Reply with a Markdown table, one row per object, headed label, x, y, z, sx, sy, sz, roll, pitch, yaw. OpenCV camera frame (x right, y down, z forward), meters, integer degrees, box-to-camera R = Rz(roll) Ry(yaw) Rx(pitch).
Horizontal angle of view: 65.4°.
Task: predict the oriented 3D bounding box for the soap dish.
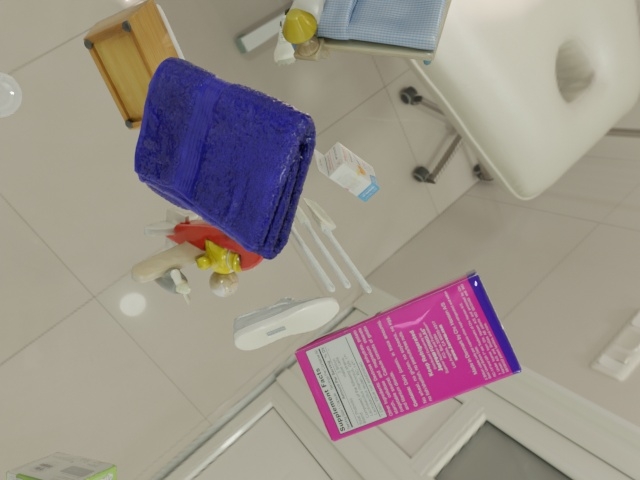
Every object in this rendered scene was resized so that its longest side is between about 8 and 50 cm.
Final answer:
| label | x | y | z | sx | sy | sz | roll | pitch | yaw |
| --- | --- | --- | --- | --- | --- | --- | --- | --- | --- |
| soap dish | -0.447 | -0.424 | 1.259 | 0.118 | 0.228 | 0.291 | -49 | 129 | -45 |

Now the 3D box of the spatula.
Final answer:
| label | x | y | z | sx | sy | sz | roll | pitch | yaw |
| --- | --- | --- | --- | --- | --- | --- | --- | --- | --- |
| spatula | 0.000 | 0.000 | 0.912 | 0.019 | 0.242 | 0.168 | -48 | 149 | 21 |

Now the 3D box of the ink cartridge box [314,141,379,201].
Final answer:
| label | x | y | z | sx | sy | sz | roll | pitch | yaw |
| --- | --- | --- | --- | --- | --- | --- | --- | --- | --- |
| ink cartridge box | 0.072 | -0.197 | 1.367 | 0.181 | 0.104 | 0.061 | 29 | 122 | -32 |

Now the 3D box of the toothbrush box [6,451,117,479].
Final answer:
| label | x | y | z | sx | sy | sz | roll | pitch | yaw |
| --- | --- | --- | --- | --- | --- | --- | --- | --- | --- |
| toothbrush box | -0.527 | 0.609 | 1.024 | 0.122 | 0.206 | 0.283 | -2 | 89 | -60 |

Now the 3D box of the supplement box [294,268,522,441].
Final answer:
| label | x | y | z | sx | sy | sz | roll | pitch | yaw |
| --- | --- | --- | --- | --- | --- | --- | --- | --- | --- |
| supplement box | 0.099 | 0.128 | 0.575 | 0.220 | 0.111 | 0.114 | -25 | 82 | 14 |

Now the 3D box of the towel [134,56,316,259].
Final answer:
| label | x | y | z | sx | sy | sz | roll | pitch | yaw |
| --- | --- | --- | --- | --- | --- | --- | --- | --- | --- |
| towel | -0.161 | -0.128 | 0.753 | 0.076 | 0.308 | 0.228 | -18 | 130 | -54 |

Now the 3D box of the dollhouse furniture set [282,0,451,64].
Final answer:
| label | x | y | z | sx | sy | sz | roll | pitch | yaw |
| --- | --- | --- | --- | --- | --- | --- | --- | --- | --- |
| dollhouse furniture set | 0.110 | -0.356 | 0.567 | 0.198 | 0.286 | 0.304 | 48 | 60 | -67 |

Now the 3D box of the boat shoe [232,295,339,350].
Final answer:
| label | x | y | z | sx | sy | sz | roll | pitch | yaw |
| --- | --- | --- | --- | --- | --- | --- | --- | --- | --- |
| boat shoe | -0.061 | 0.128 | 0.847 | 0.184 | 0.063 | 0.066 | -24 | 135 | 1 |

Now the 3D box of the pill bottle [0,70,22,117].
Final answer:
| label | x | y | z | sx | sy | sz | roll | pitch | yaw |
| --- | --- | --- | --- | --- | --- | --- | --- | --- | --- |
| pill bottle | -0.707 | -0.322 | 1.043 | 0.094 | 0.169 | 0.094 | -32 | 136 | -38 |

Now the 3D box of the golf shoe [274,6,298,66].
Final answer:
| label | x | y | z | sx | sy | sz | roll | pitch | yaw |
| --- | --- | --- | --- | --- | --- | --- | --- | --- | --- |
| golf shoe | -0.082 | -0.480 | 1.175 | 0.069 | 0.176 | 0.086 | -6 | 138 | 13 |

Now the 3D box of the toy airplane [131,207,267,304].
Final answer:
| label | x | y | z | sx | sy | sz | roll | pitch | yaw |
| --- | --- | --- | --- | --- | --- | --- | --- | --- | --- |
| toy airplane | -0.318 | 0.033 | 1.432 | 0.386 | 0.384 | 0.273 | -12 | 104 | -9 |
